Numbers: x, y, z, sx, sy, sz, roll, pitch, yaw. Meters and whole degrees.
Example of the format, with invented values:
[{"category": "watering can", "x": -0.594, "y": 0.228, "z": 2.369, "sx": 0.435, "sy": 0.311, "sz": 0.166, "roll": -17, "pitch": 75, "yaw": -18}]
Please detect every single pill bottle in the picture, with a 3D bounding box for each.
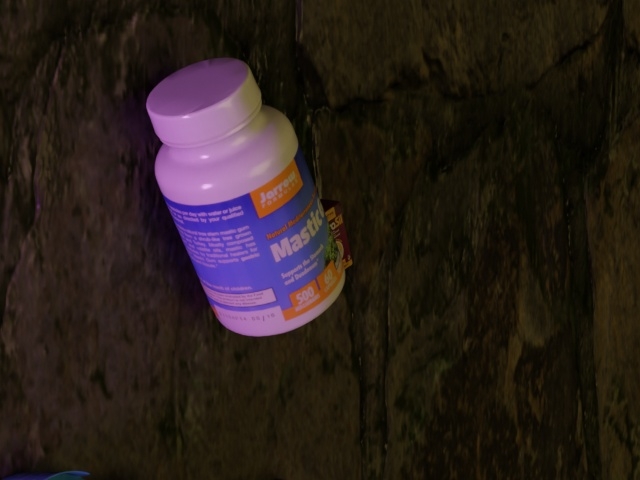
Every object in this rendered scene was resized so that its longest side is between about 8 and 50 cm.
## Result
[{"category": "pill bottle", "x": -0.082, "y": -0.047, "z": 1.669, "sx": 0.152, "sy": 0.152, "sz": 0.272, "roll": -49, "pitch": 133, "yaw": -36}]

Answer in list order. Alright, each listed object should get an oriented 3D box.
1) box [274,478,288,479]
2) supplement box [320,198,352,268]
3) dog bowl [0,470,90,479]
[{"category": "box", "x": -0.058, "y": 0.357, "z": 1.834, "sx": 0.126, "sy": 0.072, "sz": 0.137, "roll": -11, "pitch": 104, "yaw": -52}, {"category": "supplement box", "x": 0.000, "y": 0.000, "z": 1.875, "sx": 0.055, "sy": 0.043, "sz": 0.083, "roll": -36, "pitch": 123, "yaw": -43}, {"category": "dog bowl", "x": -0.235, "y": 0.312, "z": 1.592, "sx": 0.297, "sy": 0.074, "sz": 0.166, "roll": 22, "pitch": 78, "yaw": -53}]
